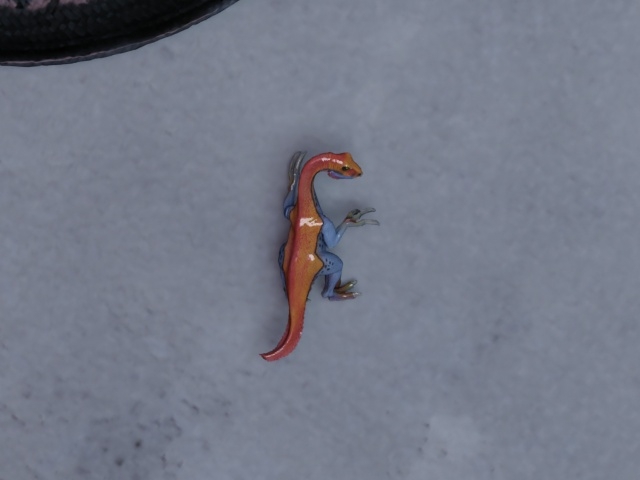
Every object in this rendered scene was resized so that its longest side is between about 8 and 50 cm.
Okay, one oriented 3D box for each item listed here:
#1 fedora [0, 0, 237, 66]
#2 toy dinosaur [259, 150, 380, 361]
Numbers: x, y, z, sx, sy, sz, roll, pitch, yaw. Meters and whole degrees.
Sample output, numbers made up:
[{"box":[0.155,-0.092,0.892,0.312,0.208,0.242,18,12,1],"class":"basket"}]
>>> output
[{"box":[-0.145,-0.221,0.713,0.334,0.152,0.334,1,99,3],"class":"fedora"},{"box":[0.000,0.000,0.780,0.047,0.090,0.082,8,144,12],"class":"toy dinosaur"}]
